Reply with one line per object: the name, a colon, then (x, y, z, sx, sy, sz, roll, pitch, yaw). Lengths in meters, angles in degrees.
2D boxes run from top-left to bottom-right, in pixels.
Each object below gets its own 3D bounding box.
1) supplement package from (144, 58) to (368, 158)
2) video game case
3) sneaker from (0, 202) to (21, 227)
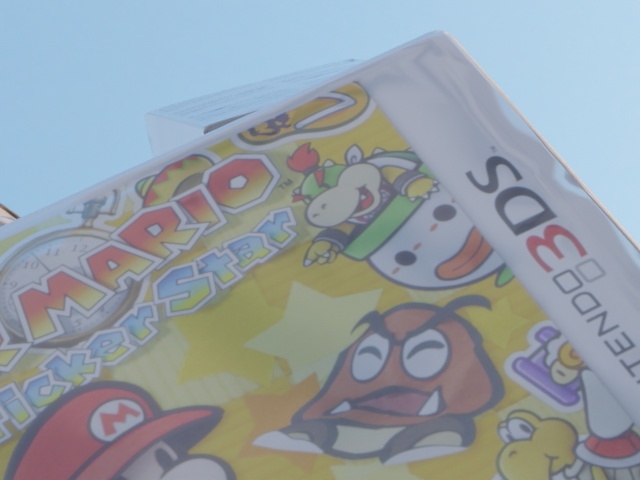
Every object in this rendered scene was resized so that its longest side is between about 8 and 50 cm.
supplement package: (0.000, 0.000, 1.107, 0.149, 0.203, 0.194, -16, -81, -12)
video game case: (-0.020, 0.056, 0.422, 0.227, 0.206, 0.026, -26, -43, -11)
sneaker: (-0.101, 0.060, 0.744, 0.121, 0.262, 0.099, -56, -26, -53)
